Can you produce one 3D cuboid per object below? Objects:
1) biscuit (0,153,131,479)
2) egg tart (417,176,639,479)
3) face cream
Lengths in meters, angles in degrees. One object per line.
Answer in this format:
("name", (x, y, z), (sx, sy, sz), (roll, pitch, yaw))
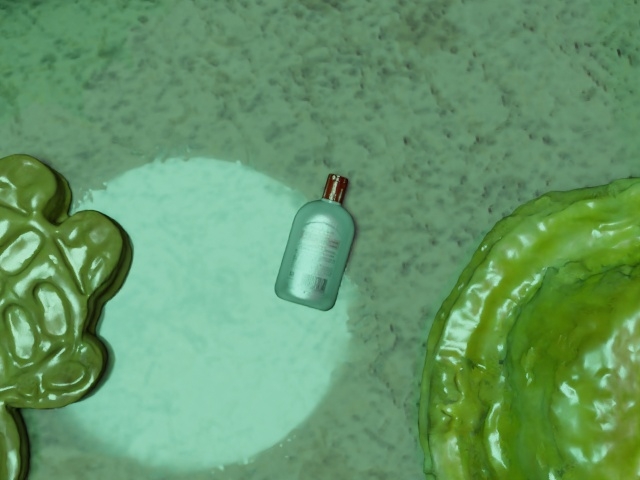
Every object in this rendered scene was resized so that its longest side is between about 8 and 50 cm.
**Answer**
("biscuit", (-0.242, 0.077, 0.764), (0.288, 0.044, 0.202), (-44, 87, 0))
("egg tart", (0.210, 0.107, 0.712), (0.318, 0.128, 0.319), (0, 89, 1))
("face cream", (0.000, 0.000, 0.773), (0.040, 0.021, 0.083), (16, 87, 2))
